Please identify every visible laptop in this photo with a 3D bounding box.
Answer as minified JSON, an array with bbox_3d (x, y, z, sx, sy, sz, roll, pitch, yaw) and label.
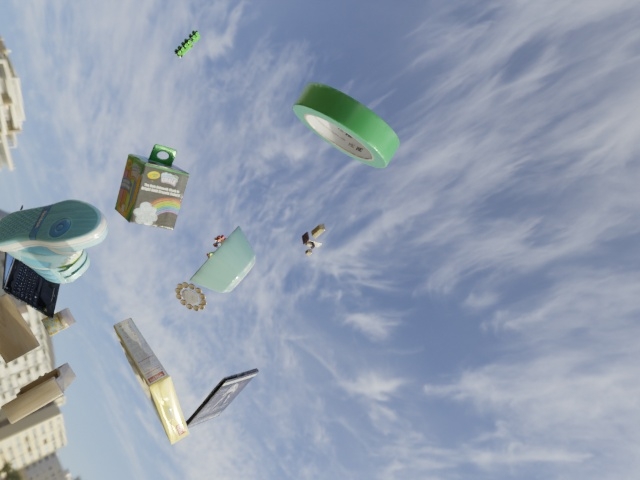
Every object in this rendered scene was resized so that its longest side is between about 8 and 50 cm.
[{"bbox_3d":[-0.886,0.067,1.413,0.264,0.136,0.234,52,7,-40],"label":"laptop"}]

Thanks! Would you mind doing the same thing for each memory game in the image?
[{"bbox_3d":[-0.664,0.288,2.318,0.186,0.012,0.186,10,-55,15],"label":"memory game"}]

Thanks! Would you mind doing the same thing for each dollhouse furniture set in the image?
[{"bbox_3d":[0.000,0.000,1.721,0.114,0.081,0.091,-40,-133,35],"label":"dollhouse furniture set"},{"bbox_3d":[-1.053,0.384,1.571,0.395,0.361,0.256,62,-17,-7],"label":"dollhouse furniture set"}]

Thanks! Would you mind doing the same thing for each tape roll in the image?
[{"bbox_3d":[0.072,-0.326,1.303,0.321,0.321,0.077,31,-90,37],"label":"tape roll"}]

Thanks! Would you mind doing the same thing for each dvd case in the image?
[{"bbox_3d":[-0.301,0.476,1.369,0.221,0.164,0.018,-49,-113,15],"label":"dvd case"}]

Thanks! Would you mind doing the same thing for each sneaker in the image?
[{"bbox_3d":[-0.596,0.015,1.088,0.318,0.127,0.208,-1,-37,21],"label":"sneaker"}]

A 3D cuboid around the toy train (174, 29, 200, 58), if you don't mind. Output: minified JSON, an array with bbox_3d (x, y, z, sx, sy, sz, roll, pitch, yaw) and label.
[{"bbox_3d":[-0.314,-0.463,1.068,0.017,0.083,0.024,28,-18,18],"label":"toy train"}]

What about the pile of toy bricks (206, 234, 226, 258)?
[{"bbox_3d":[-0.540,0.076,2.341,0.118,0.105,0.213,39,-53,38],"label":"pile of toy bricks"}]

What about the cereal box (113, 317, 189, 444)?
[{"bbox_3d":[-0.364,0.294,0.969,0.240,0.047,0.173,30,-45,45],"label":"cereal box"}]

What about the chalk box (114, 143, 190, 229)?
[{"bbox_3d":[-0.619,-0.212,1.679,0.179,0.180,0.289,27,-79,45],"label":"chalk box"}]

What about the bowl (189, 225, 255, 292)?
[{"bbox_3d":[-0.396,0.104,1.931,0.163,0.312,0.311,43,-40,-10],"label":"bowl"}]
